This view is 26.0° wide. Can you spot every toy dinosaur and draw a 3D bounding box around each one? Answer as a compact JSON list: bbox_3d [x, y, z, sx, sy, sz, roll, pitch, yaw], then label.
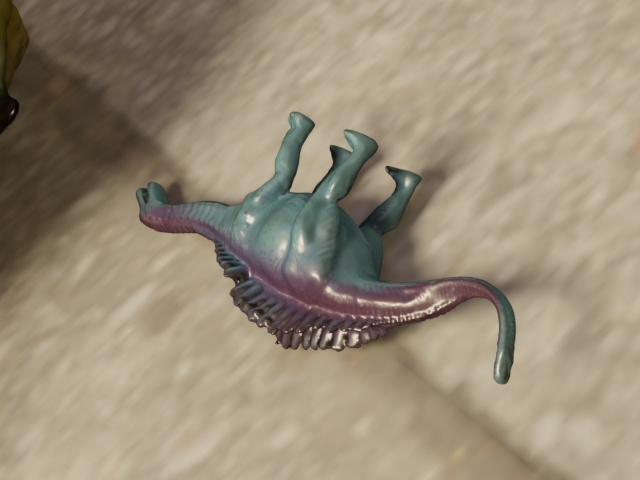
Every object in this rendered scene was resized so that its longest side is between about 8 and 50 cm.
[{"bbox_3d":[0.000,0.000,0.503,0.197,0.045,0.080,23,80,42],"label":"toy dinosaur"}]

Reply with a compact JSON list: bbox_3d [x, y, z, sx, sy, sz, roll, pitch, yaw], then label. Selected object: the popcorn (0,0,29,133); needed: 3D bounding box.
[{"bbox_3d":[-0.206,-0.060,0.540,0.192,0.233,0.266,21,29,8],"label":"popcorn"}]
